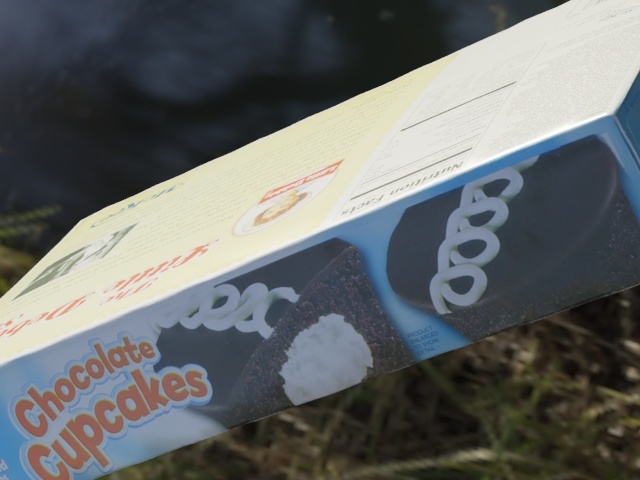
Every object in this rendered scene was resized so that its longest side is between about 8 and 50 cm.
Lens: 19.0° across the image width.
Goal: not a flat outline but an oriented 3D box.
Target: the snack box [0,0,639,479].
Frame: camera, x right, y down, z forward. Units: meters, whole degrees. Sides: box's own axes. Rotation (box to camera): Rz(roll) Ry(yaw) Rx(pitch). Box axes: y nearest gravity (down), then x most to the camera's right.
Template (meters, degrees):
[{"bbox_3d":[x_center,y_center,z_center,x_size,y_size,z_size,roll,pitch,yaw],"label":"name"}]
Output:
[{"bbox_3d":[0.000,0.000,0.721,0.322,0.060,0.187,-22,15,29],"label":"snack box"}]
